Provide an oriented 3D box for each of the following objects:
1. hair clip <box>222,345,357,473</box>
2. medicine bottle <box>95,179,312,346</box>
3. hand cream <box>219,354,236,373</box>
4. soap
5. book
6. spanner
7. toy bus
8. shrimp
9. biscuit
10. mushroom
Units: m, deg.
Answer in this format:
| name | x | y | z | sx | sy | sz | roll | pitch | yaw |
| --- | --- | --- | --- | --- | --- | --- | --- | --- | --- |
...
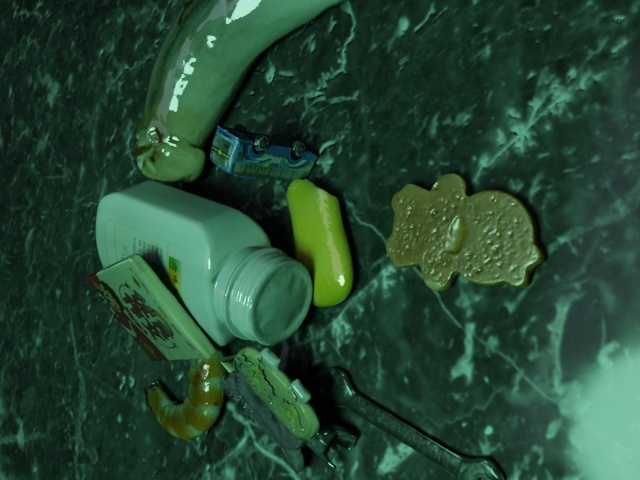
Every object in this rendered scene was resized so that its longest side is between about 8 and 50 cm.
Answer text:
| name | x | y | z | sx | sy | sz | roll | pitch | yaw |
| --- | --- | --- | --- | --- | --- | --- | --- | --- | --- |
| hair clip | -0.043 | 0.204 | 0.843 | 0.187 | 0.056 | 0.146 | 35 | 139 | 12 |
| medicine bottle | -0.163 | 0.034 | 0.926 | 0.324 | 0.124 | 0.179 | 19 | 123 | 40 |
| hand cream | -0.096 | 0.192 | 0.935 | 0.102 | 0.035 | 0.022 | 42 | 115 | 27 |
| soap | 0.000 | 0.000 | 0.883 | 0.089 | 0.033 | 0.169 | -14 | 78 | 35 |
| book | -0.240 | 0.100 | 0.951 | 0.162 | 0.022 | 0.232 | 53 | 150 | -13 |
| spanner | 0.093 | 0.219 | 0.800 | 0.254 | 0.015 | 0.054 | 25 | 99 | 36 |
| toy bus | -0.069 | -0.108 | 0.875 | 0.051 | 0.153 | 0.061 | 32 | 109 | 35 |
| shrimp | -0.197 | 0.202 | 1.003 | 0.166 | 0.049 | 0.161 | 6 | 90 | 44 |
| biscuit | 0.156 | -0.011 | 0.775 | 0.184 | 0.027 | 0.134 | -6 | 80 | 34 |
| mushroom | -0.138 | -0.256 | 0.963 | 0.397 | 0.126 | 0.177 | -47 | 69 | 18 |
